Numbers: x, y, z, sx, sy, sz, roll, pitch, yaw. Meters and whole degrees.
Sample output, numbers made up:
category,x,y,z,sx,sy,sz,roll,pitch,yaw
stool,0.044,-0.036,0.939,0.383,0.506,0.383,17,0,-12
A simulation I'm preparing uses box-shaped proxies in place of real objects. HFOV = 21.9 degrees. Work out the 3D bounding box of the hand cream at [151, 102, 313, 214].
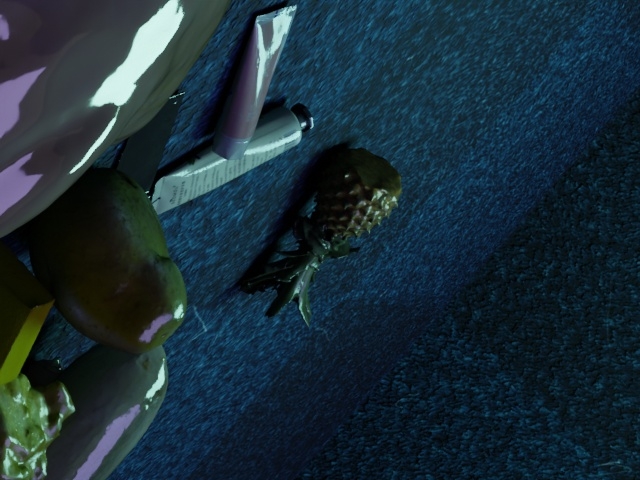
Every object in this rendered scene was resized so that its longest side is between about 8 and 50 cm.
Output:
category,x,y,z,sx,sy,sz,roll,pitch,yaw
hand cream,-0.106,-0.096,1.930,0.234,0.050,0.080,-31,159,-29

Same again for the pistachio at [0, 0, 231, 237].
category,x,y,z,sx,sy,sz,roll,pitch,yaw
pistachio,-0.241,-0.130,1.090,0.365,0.281,0.445,-39,171,37

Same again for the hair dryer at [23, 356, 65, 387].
category,x,y,z,sx,sy,sz,roll,pitch,yaw
hair dryer,-0.388,0.286,2.028,0.352,0.125,0.210,-58,162,14

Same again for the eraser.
category,x,y,z,sx,sy,sz,roll,pitch,yaw
eraser,-0.331,0.075,1.676,0.045,0.097,0.122,-22,150,-53

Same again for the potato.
category,x,y,z,sx,sy,sz,roll,pitch,yaw
potato,-0.212,0.027,1.695,0.157,0.194,0.157,-35,161,-14

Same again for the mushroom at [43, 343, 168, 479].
category,x,y,z,sx,sy,sz,roll,pitch,yaw
mushroom,-0.297,0.249,1.910,0.350,0.128,0.128,-56,166,-14

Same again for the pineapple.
category,x,y,z,sx,sy,sz,roll,pitch,yaw
pineapple,0.000,0.000,2.290,0.277,0.119,0.130,-55,-179,32

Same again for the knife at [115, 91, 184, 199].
category,x,y,z,sx,sy,sz,roll,pitch,yaw
knife,-0.205,-0.065,1.805,0.072,0.019,0.245,-26,152,-40

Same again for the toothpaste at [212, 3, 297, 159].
category,x,y,z,sx,sy,sz,roll,pitch,yaw
toothpaste,-0.076,-0.174,1.825,0.067,0.043,0.194,-25,148,-45

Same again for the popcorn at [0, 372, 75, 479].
category,x,y,z,sx,sy,sz,roll,pitch,yaw
popcorn,-0.379,0.235,1.767,0.266,0.192,0.233,-29,158,-33
